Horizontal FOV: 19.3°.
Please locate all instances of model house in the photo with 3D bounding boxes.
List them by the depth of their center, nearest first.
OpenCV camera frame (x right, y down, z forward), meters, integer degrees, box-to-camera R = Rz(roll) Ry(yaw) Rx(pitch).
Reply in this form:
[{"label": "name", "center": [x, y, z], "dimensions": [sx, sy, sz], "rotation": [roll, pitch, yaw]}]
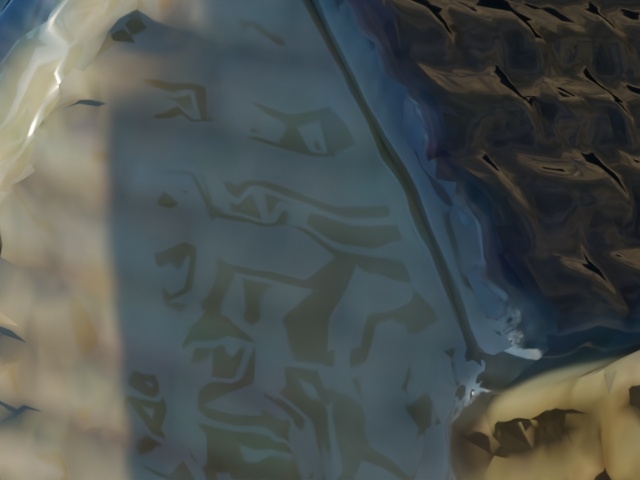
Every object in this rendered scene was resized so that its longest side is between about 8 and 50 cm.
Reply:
[{"label": "model house", "center": [0.000, 0.000, 0.728], "dimensions": [0.395, 0.445, 0.400], "rotation": [-10, -74, -48]}]
